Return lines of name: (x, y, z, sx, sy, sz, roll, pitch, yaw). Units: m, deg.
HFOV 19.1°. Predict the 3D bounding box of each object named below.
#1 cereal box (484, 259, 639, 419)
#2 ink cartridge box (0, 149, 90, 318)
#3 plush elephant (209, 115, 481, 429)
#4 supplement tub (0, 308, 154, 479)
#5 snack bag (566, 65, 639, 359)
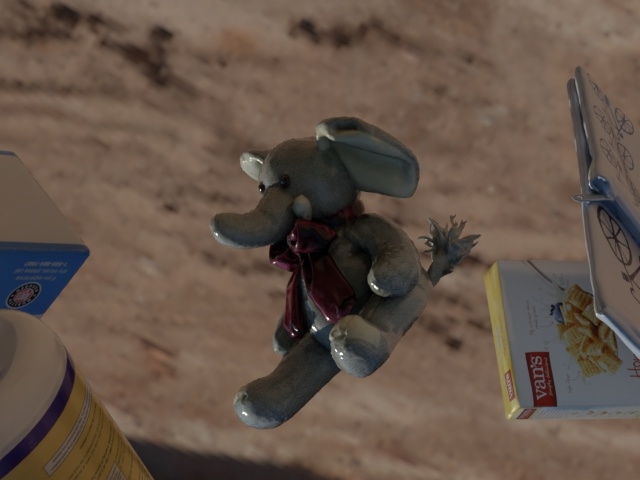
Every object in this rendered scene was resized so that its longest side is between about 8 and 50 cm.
cereal box: (0.305, 0.107, 2.053, 0.240, 0.173, 0.047, 0, 155, -18)
ink cartridge box: (-0.469, 0.095, 1.940, 0.166, 0.395, 0.285, 49, -157, 24)
plush elephant: (0.000, 0.000, 2.089, 0.255, 0.330, 0.272, 49, 149, -4)
supplement tub: (-0.262, 0.252, 1.668, 0.241, 0.241, 0.331, 6, 133, 49)
snack bag: (0.349, 0.032, 1.888, 0.037, 0.342, 0.323, -28, 127, 27)
